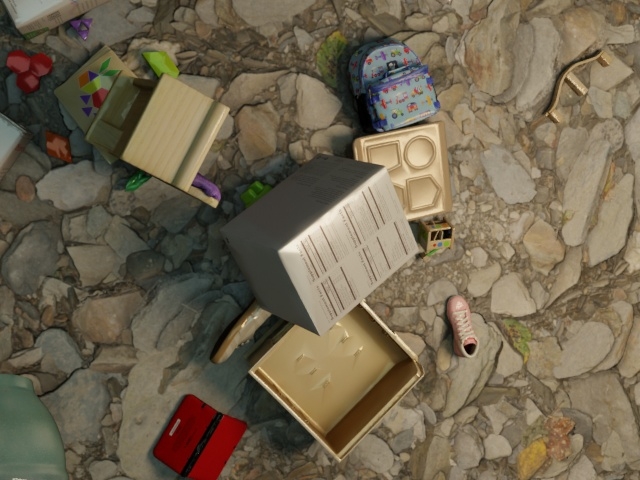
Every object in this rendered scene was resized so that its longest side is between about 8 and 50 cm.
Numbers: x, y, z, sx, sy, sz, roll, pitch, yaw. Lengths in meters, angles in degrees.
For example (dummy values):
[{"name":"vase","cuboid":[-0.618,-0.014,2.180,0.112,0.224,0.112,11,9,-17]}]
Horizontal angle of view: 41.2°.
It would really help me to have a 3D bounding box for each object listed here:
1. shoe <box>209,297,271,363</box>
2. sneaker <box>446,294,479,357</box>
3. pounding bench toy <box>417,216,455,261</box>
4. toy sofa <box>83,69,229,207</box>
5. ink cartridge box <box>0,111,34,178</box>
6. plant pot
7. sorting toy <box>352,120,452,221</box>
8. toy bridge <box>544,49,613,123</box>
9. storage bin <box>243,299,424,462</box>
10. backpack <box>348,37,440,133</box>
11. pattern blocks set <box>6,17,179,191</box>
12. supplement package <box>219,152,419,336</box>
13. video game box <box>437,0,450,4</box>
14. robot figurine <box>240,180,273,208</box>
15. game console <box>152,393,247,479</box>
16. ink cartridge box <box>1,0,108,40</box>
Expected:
[{"name":"shoe","cuboid":[-0.134,0.160,1.669,0.058,0.076,0.219,39,84,-9]},{"name":"sneaker","cuboid":[0.302,0.183,1.779,0.051,0.070,0.134,-9,96,-11]},{"name":"pounding bench toy","cuboid":[0.240,0.001,1.754,0.065,0.052,0.083,-7,123,-14]},{"name":"toy sofa","cuboid":[-0.261,-0.180,1.430,0.177,0.362,0.150,28,89,-26]},{"name":"ink cartridge box","cuboid":[-0.605,-0.126,1.485,0.092,0.158,0.218,38,86,-13]},{"name":"plant pot","cuboid":[-0.594,0.345,1.493,0.293,0.293,0.196,-2,70,-13]},{"name":"sorting toy","cuboid":[0.166,-0.132,1.724,0.208,0.038,0.193,-14,109,-16]},{"name":"toy bridge","cuboid":[0.538,-0.334,1.808,0.063,0.026,0.188,43,85,-11]},{"name":"storage bin","cuboid":[0.029,0.243,1.692,0.260,0.123,0.262,-44,103,-6]},{"name":"backpack","cuboid":[0.141,-0.310,1.669,0.158,0.117,0.173,-17,98,-11]},{"name":"pattern blocks set","cuboid":[-0.394,-0.255,1.591,0.285,0.026,0.325,-30,101,-9]},{"name":"supplement package","cuboid":[0.000,0.000,1.568,0.262,0.199,0.198,-39,122,-24]},{"name":"video game box","cuboid":[0.213,-0.605,1.694,0.205,0.048,0.187,28,91,-14]},{"name":"robot figurine","cuboid":[-0.101,-0.062,1.660,0.115,0.067,0.101,46,53,-13]},{"name":"game console","cuboid":[-0.240,0.396,1.699,0.124,0.085,0.144,30,87,17]},{"name":"ink cartridge box","cuboid":[-0.449,-0.446,1.494,0.212,0.154,0.093,-27,99,-9]}]
